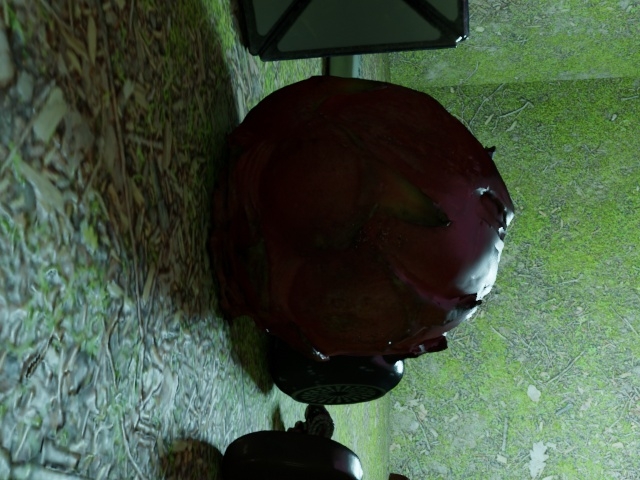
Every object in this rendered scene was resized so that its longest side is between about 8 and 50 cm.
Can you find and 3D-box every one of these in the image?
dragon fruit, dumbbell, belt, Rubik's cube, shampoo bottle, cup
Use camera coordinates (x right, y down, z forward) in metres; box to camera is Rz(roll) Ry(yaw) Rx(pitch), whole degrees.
[{"bbox_3d":[0.037,-0.019,0.741,0.295,0.301,0.296,-166,-90,-84],"label":"dragon fruit"},{"bbox_3d":[-0.035,0.295,0.638,0.124,0.140,0.226,103,-6,-52],"label":"dumbbell"},{"bbox_3d":[-0.015,0.341,0.999,0.053,0.071,0.232,-83,173,-75],"label":"belt"},{"bbox_3d":[0.038,-0.371,0.826,0.259,0.254,0.260,-74,159,-57],"label":"Rubik's cube"},{"bbox_3d":[0.050,-0.379,1.477,0.153,0.071,0.284,27,60,-77],"label":"shampoo bottle"},{"bbox_3d":[0.041,0.107,0.907,0.169,0.223,0.177,28,51,-44],"label":"cup"}]

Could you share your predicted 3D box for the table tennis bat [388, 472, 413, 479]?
[{"bbox_3d":[0.102,0.630,1.279,0.268,0.051,0.415,62,41,-57],"label":"table tennis bat"}]
